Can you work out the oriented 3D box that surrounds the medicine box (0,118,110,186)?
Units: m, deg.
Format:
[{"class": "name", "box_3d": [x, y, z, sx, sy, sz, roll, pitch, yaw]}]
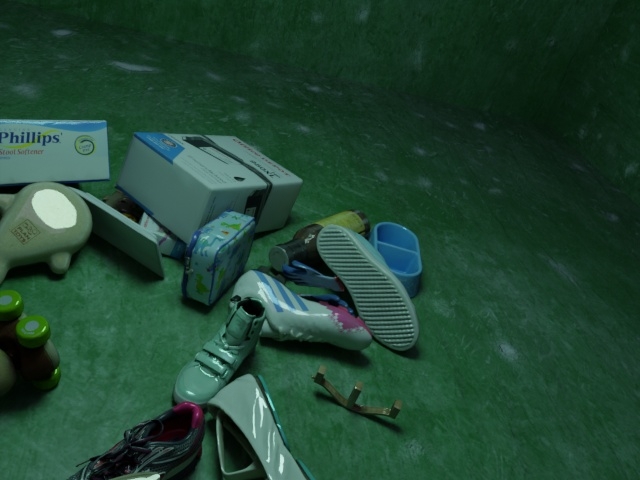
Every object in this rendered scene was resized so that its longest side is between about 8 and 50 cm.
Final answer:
[{"class": "medicine box", "box_3d": [-0.685, -0.211, 1.437, 0.264, 0.148, 0.289, -8, 11, -37]}]

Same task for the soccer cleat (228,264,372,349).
[{"class": "soccer cleat", "box_3d": [-0.052, 0.186, 1.334, 0.332, 0.116, 0.143, 26, 54, 8]}]

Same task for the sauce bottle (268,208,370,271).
[{"class": "sauce bottle", "box_3d": [0.000, 0.000, 1.622, 0.111, 0.111, 0.345, 36, 34, 26]}]

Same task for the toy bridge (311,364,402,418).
[{"class": "toy bridge", "box_3d": [0.068, 0.316, 1.216, 0.188, 0.063, 0.026, 24, 32, 5]}]

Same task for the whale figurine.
[{"class": "whale figurine", "box_3d": [-0.633, -0.005, 1.294, 0.216, 0.141, 0.272, 48, 56, -8]}]

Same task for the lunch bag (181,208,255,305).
[{"class": "lunch bag", "box_3d": [-0.235, 0.038, 1.380, 0.090, 0.175, 0.219, 20, 29, 10]}]

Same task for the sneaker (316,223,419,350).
[{"class": "sneaker", "box_3d": [0.143, 0.105, 1.493, 0.150, 0.135, 0.365, 3, 50, -59]}]

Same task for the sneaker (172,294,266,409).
[{"class": "sneaker", "box_3d": [-0.194, 0.206, 1.164, 0.094, 0.151, 0.256, 27, 34, 10]}]

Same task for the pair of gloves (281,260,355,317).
[{"class": "pair of gloves", "box_3d": [-0.006, 0.118, 1.364, 0.160, 0.198, 0.023, 9, 53, 32]}]

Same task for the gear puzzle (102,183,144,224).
[{"class": "gear puzzle", "box_3d": [-0.483, -0.117, 1.607, 0.176, 0.044, 0.338, 18, 32, -2]}]

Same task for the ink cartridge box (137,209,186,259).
[{"class": "ink cartridge box", "box_3d": [-0.390, -0.016, 1.472, 0.123, 0.052, 0.088, 21, 30, -20]}]

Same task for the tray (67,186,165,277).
[{"class": "tray", "box_3d": [-0.463, -0.025, 1.382, 0.271, 0.145, 0.030, 30, 56, 17]}]

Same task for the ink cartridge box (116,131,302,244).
[{"class": "ink cartridge box", "box_3d": [-0.280, -0.150, 1.586, 0.286, 0.166, 0.395, 35, 23, 22]}]

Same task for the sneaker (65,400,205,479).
[{"class": "sneaker", "box_3d": [-0.303, 0.350, 0.921, 0.121, 0.111, 0.299, 32, 35, 20]}]

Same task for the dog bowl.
[{"class": "dog bowl", "box_3d": [0.208, 0.046, 1.698, 0.166, 0.074, 0.297, 16, 32, -5]}]

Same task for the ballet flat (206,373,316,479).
[{"class": "ballet flat", "box_3d": [-0.087, 0.390, 0.985, 0.139, 0.139, 0.400, -2, 33, -31]}]

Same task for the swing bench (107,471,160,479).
[{"class": "swing bench", "box_3d": [-0.204, 0.431, 0.714, 0.255, 0.253, 0.165, 23, 32, 5]}]

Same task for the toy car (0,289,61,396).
[{"class": "toy car", "box_3d": [-0.551, 0.206, 0.991, 0.149, 0.155, 0.188, 34, 47, 22]}]
